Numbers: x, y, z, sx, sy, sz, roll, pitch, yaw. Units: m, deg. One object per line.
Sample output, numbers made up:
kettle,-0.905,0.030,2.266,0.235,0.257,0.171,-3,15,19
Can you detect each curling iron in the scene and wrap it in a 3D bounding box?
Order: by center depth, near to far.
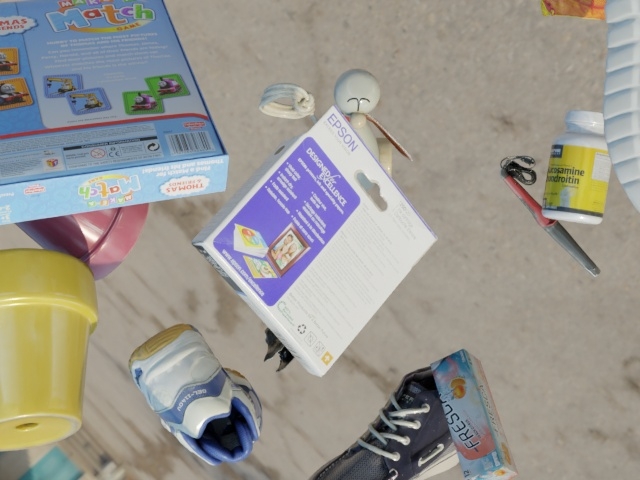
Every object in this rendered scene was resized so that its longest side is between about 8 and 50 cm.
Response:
curling iron,0.425,-0.046,1.788,0.274,0.068,0.035,54,-174,4

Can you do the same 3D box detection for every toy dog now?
toy dog,0.047,-0.138,1.616,0.220,0.161,0.334,-10,160,18

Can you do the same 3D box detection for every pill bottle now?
pill bottle,0.438,-0.123,1.649,0.103,0.184,0.103,8,-179,0

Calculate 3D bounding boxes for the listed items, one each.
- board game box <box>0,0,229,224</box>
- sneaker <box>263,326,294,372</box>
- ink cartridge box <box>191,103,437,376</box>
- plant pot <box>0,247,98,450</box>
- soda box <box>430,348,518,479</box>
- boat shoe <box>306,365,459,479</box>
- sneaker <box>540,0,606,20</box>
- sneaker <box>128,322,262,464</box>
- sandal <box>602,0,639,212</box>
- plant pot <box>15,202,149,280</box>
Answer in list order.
board game box,-0.171,-0.105,0.698,0.039,0.160,0.211,99,155,-46
sneaker,-0.048,0.122,1.416,0.051,0.089,0.170,48,-174,-21
ink cartridge box,0.000,0.000,1.030,0.206,0.208,0.045,51,160,-24
plant pot,-0.447,0.172,1.439,0.254,0.254,0.239,96,161,-64
soda box,0.212,0.248,1.357,0.063,0.058,0.183,37,-149,-49
boat shoe,0.098,0.289,1.429,0.127,0.340,0.158,22,116,35
sneaker,0.303,-0.289,1.159,0.175,0.064,0.067,30,118,13
sneaker,-0.121,0.208,1.102,0.131,0.112,0.296,52,176,28
sandal,0.348,-0.197,0.900,0.169,0.102,0.416,13,127,46
plant pot,-0.412,-0.059,1.595,0.180,0.201,0.201,35,171,-39
